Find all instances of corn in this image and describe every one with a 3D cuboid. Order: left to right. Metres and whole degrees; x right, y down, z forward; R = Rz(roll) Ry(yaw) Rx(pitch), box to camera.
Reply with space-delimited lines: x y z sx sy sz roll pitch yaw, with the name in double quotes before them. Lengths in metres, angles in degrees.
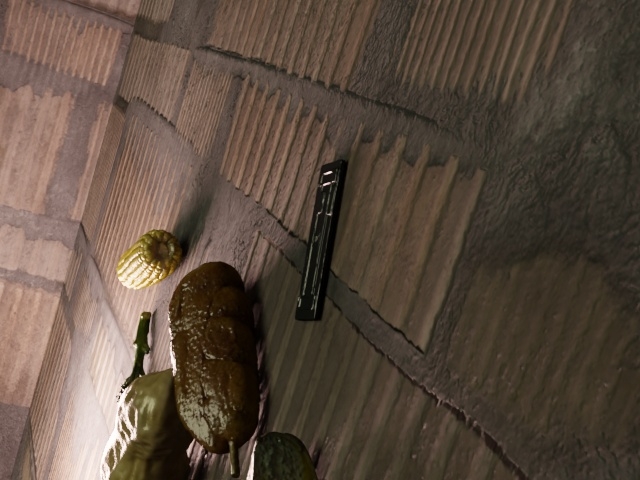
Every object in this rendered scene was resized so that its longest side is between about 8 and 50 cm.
"corn" -0.342 0.044 1.819 0.244 0.093 0.093 150 130 -62

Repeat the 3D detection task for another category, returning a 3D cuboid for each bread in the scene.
"bread" -0.139 0.175 1.274 0.124 0.084 0.344 -23 50 11
"bread" -0.053 0.304 1.022 0.094 0.083 0.157 127 150 -48

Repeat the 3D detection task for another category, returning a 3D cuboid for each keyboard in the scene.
"keyboard" 0.000 0.000 1.159 0.061 0.013 0.205 -11 67 65

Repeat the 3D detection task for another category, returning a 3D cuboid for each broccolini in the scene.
"broccolini" -0.366 0.234 1.809 0.067 0.058 0.216 130 146 -51

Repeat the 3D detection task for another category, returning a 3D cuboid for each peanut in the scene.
"peanut" -0.252 0.303 1.374 0.149 0.149 0.313 -103 28 -46

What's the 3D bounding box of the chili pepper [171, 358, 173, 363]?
"chili pepper" -0.206 0.147 1.489 0.224 0.061 0.098 -39 50 53
